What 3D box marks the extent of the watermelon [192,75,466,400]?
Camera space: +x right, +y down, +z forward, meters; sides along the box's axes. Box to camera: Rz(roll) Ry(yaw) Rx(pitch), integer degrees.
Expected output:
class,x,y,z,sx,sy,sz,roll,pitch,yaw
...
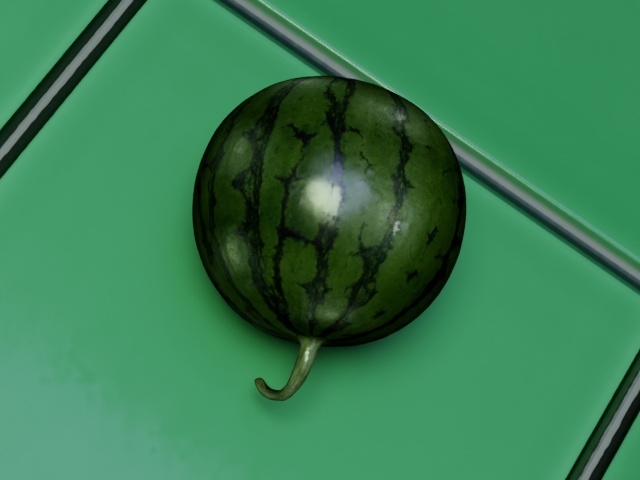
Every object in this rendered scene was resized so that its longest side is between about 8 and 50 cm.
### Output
class,x,y,z,sx,sy,sz,roll,pitch,yaw
watermelon,0.003,-0.006,0.617,0.109,0.109,0.109,5,68,-13
